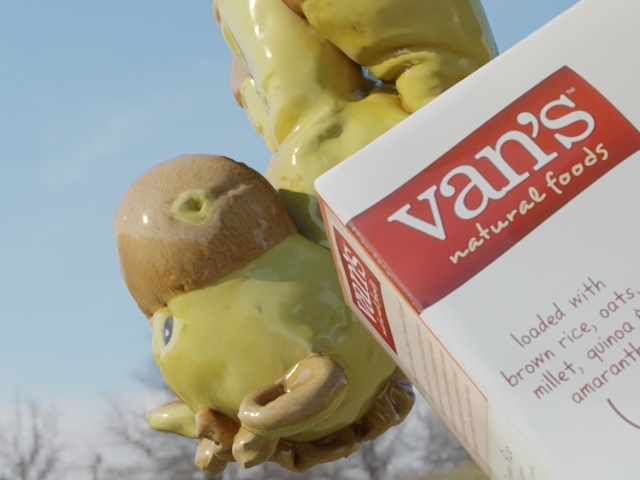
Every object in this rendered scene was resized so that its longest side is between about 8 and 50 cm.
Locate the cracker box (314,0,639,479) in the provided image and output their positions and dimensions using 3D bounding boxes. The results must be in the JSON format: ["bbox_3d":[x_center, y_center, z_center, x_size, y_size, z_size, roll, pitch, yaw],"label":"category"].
[{"bbox_3d":[0.128,0.037,0.329,0.156,0.232,0.067,-35,-28,-9],"label":"cracker box"}]

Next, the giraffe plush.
[{"bbox_3d":[0.000,0.000,0.581,0.170,0.210,0.181,-41,-20,-19],"label":"giraffe plush"}]
